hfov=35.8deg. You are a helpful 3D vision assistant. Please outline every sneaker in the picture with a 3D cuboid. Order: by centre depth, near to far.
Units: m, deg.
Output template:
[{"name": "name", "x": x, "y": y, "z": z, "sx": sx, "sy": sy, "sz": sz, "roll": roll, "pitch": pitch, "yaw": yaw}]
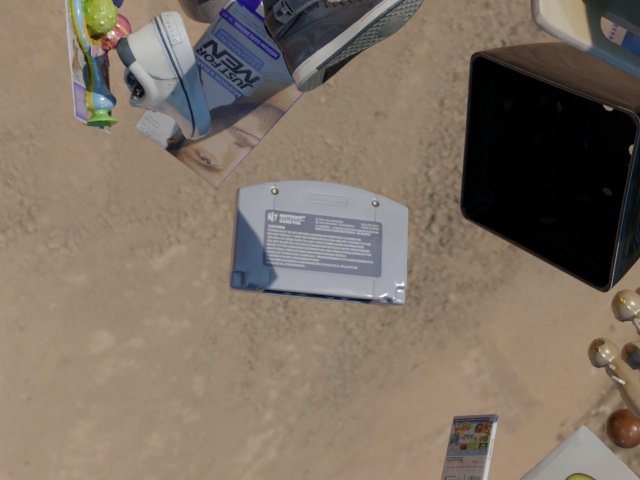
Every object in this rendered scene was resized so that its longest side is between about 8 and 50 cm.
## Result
[{"name": "sneaker", "x": -0.195, "y": -0.195, "z": 1.222, "sx": 0.091, "sy": 0.094, "sz": 0.258, "roll": -18, "pitch": 159, "yaw": -5}, {"name": "sneaker", "x": 0.022, "y": -0.340, "z": 1.403, "sx": 0.226, "sy": 0.163, "sz": 0.086, "roll": -33, "pitch": 166, "yaw": 15}]

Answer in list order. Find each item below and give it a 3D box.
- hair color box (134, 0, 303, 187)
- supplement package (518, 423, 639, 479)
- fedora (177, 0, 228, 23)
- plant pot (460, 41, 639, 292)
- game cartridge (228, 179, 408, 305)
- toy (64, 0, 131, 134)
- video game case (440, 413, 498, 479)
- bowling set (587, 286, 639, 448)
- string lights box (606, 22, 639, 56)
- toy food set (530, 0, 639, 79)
[{"name": "hair color box", "x": -0.146, "y": -0.258, "z": 1.657, "sx": 0.339, "sy": 0.185, "sz": 0.110, "roll": -42, "pitch": -164, "yaw": 42}, {"name": "supplement package", "x": 0.265, "y": 0.329, "z": 0.942, "sx": 0.194, "sy": 0.203, "sz": 0.149, "roll": -42, "pitch": 134, "yaw": -1}, {"name": "fedora", "x": -0.166, "y": -0.483, "z": 1.775, "sx": 0.275, "sy": 0.244, "sz": 0.124, "roll": -54, "pitch": 143, "yaw": -31}, {"name": "plant pot", "x": 0.264, "y": -0.094, "z": 0.965, "sx": 0.167, "sy": 0.188, "sz": 0.187, "roll": -27, "pitch": 132, "yaw": -33}, {"name": "game cartridge", "x": 0.000, "y": 0.000, "z": 1.642, "sx": 0.294, "sy": 0.196, "sz": 0.060, "roll": 7, "pitch": 167, "yaw": -12}, {"name": "toy", "x": -0.265, "y": -0.256, "z": 1.208, "sx": 0.137, "sy": 0.056, "sz": 0.237, "roll": 18, "pitch": 70, "yaw": -84}, {"name": "video game case", "x": 0.242, "y": 0.342, "z": 1.611, "sx": 0.011, "sy": 0.087, "sz": 0.122, "roll": 36, "pitch": 57, "yaw": -33}, {"name": "bowling set", "x": 0.423, "y": 0.165, "z": 1.324, "sx": 0.200, "sy": 0.154, "sz": 0.287, "roll": -47, "pitch": 144, "yaw": 22}, {"name": "string lights box", "x": 0.524, "y": -0.252, "z": 1.366, "sx": 0.133, "sy": 0.259, "sz": 0.076, "roll": 8, "pitch": 113, "yaw": -25}, {"name": "toy food set", "x": 0.320, "y": -0.210, "z": 0.663, "sx": 0.220, "sy": 0.092, "sz": 0.306, "roll": 14, "pitch": 143, "yaw": -36}]
